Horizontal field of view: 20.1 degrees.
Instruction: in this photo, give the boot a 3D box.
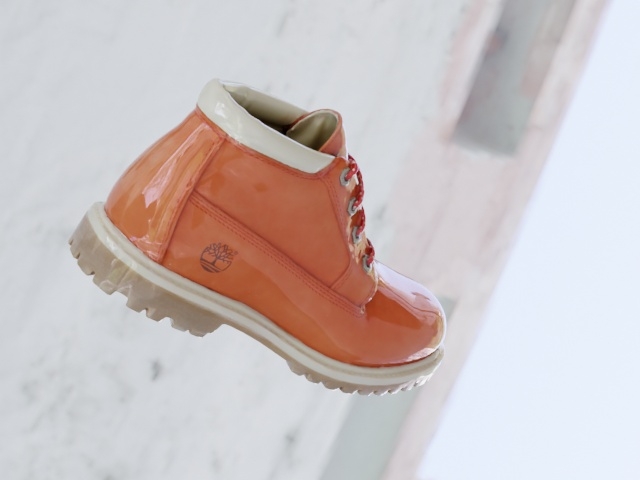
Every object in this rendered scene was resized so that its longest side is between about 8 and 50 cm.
[{"bbox_3d":[0.000,0.000,0.623,0.158,0.059,0.085,23,-71,-40],"label":"boot"}]
